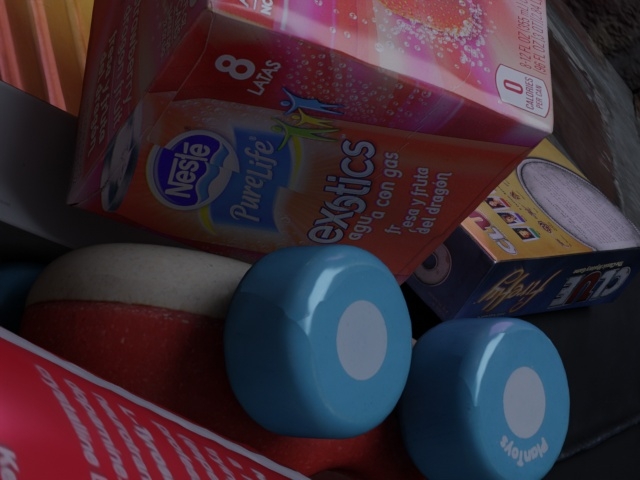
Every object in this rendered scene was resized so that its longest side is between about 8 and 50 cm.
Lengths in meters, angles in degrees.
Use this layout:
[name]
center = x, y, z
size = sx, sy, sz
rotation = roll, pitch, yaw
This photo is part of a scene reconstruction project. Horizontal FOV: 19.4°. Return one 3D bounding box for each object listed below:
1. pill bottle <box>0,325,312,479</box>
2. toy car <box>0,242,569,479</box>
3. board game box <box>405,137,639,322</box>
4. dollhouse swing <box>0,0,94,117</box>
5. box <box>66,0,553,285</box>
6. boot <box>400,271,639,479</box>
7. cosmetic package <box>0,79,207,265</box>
[pill bottle]
center = -0.096, 0.146, 0.512
size = 0.407, 0.229, 0.229
rotation = 33, 31, -47
[toy car]
center = -0.045, 0.135, 0.770
size = 0.210, 0.219, 0.238
rotation = 24, 69, -45
[board game box]
center = 0.040, -0.059, 0.952
size = 0.243, 0.042, 0.165
rotation = 47, 28, 25
[dollhouse swing]
center = -0.132, -0.217, 0.927
size = 0.347, 0.315, 0.305
rotation = 31, 22, -51
[box]
center = -0.004, -0.145, 0.817
size = 0.154, 0.142, 0.300
rotation = 19, 50, -20
[boot]
center = 0.141, 0.177, 1.088
size = 0.445, 0.146, 0.367
rotation = -9, 101, -57
[cosmetic package]
center = -0.117, -0.014, 0.845
size = 0.239, 0.099, 0.060
rotation = 26, 67, -53
